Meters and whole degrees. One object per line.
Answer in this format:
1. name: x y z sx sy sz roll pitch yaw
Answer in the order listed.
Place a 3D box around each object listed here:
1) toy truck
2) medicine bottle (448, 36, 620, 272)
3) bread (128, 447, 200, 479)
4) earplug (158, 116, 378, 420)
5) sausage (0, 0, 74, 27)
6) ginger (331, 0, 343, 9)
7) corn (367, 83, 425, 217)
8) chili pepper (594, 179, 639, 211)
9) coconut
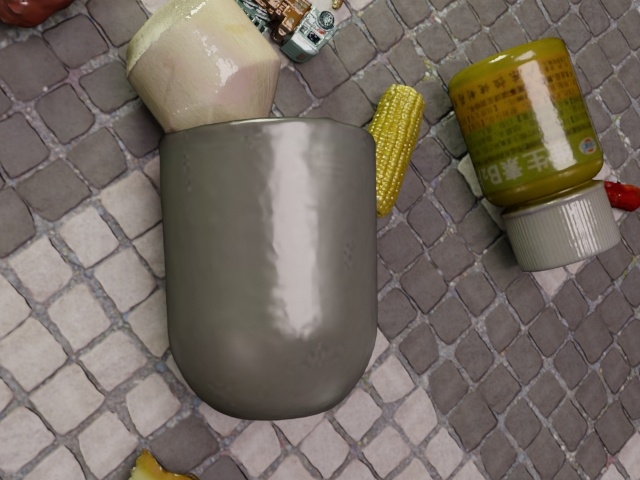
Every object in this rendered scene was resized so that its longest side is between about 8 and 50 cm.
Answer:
1. toy truck: -0.069 -0.368 1.240 0.178 0.080 0.115 36 74 -16
2. medicine bottle: 0.394 -0.151 1.354 0.224 0.224 0.384 -21 92 -27
3. bread: -0.140 0.478 0.980 0.315 0.279 0.248 46 72 -26
4. earplug: -0.072 0.051 1.047 0.313 0.313 0.394 2 83 -26
5. sausage: -0.383 -0.425 1.054 0.152 0.152 0.279 40 68 -16
6. ginger: 0.030 -0.461 1.330 0.048 0.030 0.097 36 68 -47
7. corn: 0.114 -0.156 1.290 0.093 0.093 0.244 26 71 -20
8. chili pepper: 0.609 -0.099 1.550 0.268 0.050 0.059 10 94 -24
9. coconut: -0.165 -0.241 1.106 0.234 0.224 0.224 47 66 -14
